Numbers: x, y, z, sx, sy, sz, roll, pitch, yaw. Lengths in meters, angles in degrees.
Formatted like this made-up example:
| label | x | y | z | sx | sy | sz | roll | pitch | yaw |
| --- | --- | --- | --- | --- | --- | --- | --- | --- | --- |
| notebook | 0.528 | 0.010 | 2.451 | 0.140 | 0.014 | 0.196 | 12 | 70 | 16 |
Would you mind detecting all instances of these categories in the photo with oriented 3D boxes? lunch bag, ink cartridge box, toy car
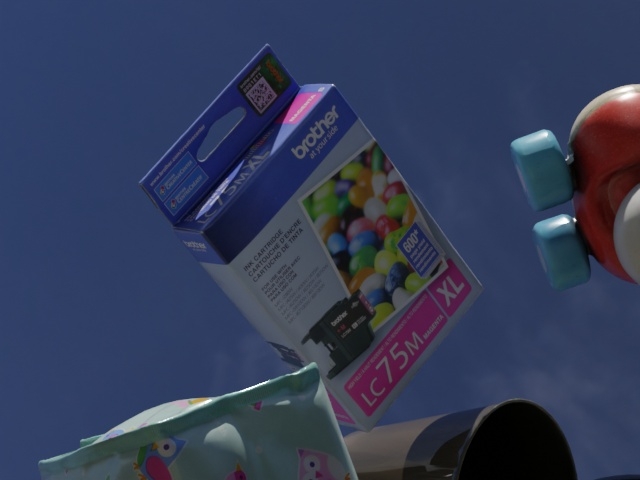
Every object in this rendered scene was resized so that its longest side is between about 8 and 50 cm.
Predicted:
| label | x | y | z | sx | sy | sz | roll | pitch | yaw |
| --- | --- | --- | --- | --- | --- | --- | --- | --- | --- |
| lunch bag | -0.081 | 0.218 | 0.937 | 0.262 | 0.160 | 0.223 | -27 | -97 | 52 |
| ink cartridge box | 0.000 | 0.000 | 1.276 | 0.311 | 0.186 | 0.065 | 51 | -23 | -25 |
| toy car | 0.320 | -0.006 | 1.327 | 0.219 | 0.238 | 0.210 | -18 | -52 | 3 |

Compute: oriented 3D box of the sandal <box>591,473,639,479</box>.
| label | x | y | z | sx | sy | sz | roll | pitch | yaw |
| --- | --- | --- | --- | --- | --- | --- | --- | --- | --- |
| sandal | 0.357 | 0.317 | 1.147 | 0.446 | 0.107 | 0.167 | 21 | -76 | 24 |

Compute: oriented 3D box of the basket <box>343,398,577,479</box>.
| label | x | y | z | sx | sy | sz | roll | pitch | yaw |
| --- | --- | --- | --- | --- | --- | --- | --- | --- | --- |
| basket | 0.110 | 0.247 | 1.373 | 0.227 | 0.154 | 0.204 | -4 | -97 | 55 |
